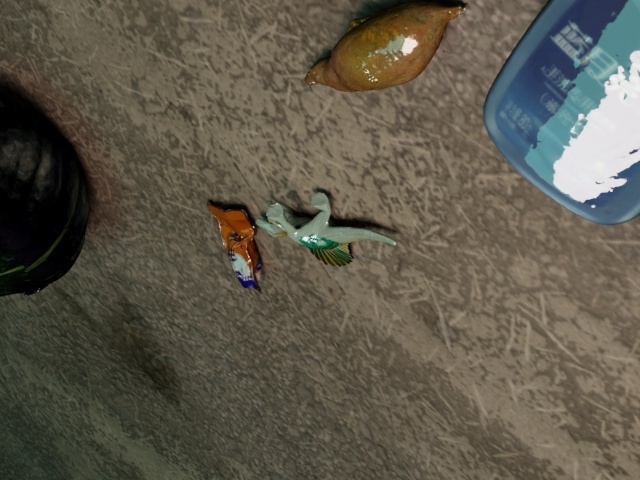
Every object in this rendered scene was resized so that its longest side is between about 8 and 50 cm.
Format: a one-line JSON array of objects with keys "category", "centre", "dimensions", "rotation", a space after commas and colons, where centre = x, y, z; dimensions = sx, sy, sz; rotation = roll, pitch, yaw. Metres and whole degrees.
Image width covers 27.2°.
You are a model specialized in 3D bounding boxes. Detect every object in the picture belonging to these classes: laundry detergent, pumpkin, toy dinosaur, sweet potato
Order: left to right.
[{"category": "pumpkin", "centre": [-0.425, -0.070, 1.643], "dimensions": [0.296, 0.296, 0.295], "rotation": [30, 144, 25]}, {"category": "toy dinosaur", "centre": [0.003, -0.003, 1.374], "dimensions": [0.187, 0.044, 0.106], "rotation": [16, 152, 21]}, {"category": "sweet potato", "centre": [0.037, -0.156, 1.138], "dimensions": [0.068, 0.068, 0.226], "rotation": [55, 148, -12]}, {"category": "laundry detergent", "centre": [0.222, -0.148, 0.860], "dimensions": [0.143, 0.094, 0.290], "rotation": [44, 135, 18]}]

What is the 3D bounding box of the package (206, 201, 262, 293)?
[{"category": "package", "centre": [-0.091, 0.007, 1.496], "dimensions": [0.077, 0.033, 0.110], "rotation": [-150, 43, -67]}]
